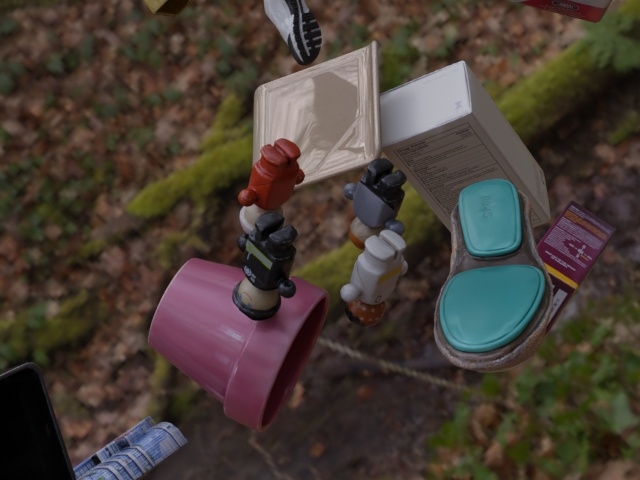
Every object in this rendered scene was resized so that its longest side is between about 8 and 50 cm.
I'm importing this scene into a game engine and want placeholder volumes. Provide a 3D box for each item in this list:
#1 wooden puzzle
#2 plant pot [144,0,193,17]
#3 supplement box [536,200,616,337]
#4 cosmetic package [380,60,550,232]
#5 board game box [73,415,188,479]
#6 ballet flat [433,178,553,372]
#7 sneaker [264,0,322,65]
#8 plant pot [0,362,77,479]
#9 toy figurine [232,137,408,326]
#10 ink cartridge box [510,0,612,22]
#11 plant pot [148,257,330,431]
[{"bbox_3d":[-0.004,-0.173,2.189,0.238,0.044,0.221,-20,52,28],"label":"wooden puzzle"},{"bbox_3d":[-0.156,-0.284,1.456,0.081,0.083,0.081,-43,-3,12],"label":"plant pot"},{"bbox_3d":[0.333,0.039,2.027,0.188,0.081,0.104,-44,-15,-50],"label":"supplement box"},{"bbox_3d":[0.227,-0.126,2.266,0.160,0.309,0.113,-19,49,22],"label":"cosmetic package"},{"bbox_3d":[-0.260,0.289,1.889,0.194,0.060,0.194,-35,-1,-36],"label":"board game box"},{"bbox_3d":[0.168,0.056,1.344,0.107,0.106,0.316,-4,29,14],"label":"ballet flat"},{"bbox_3d":[-0.033,-0.236,1.539,0.040,0.109,0.043,-11,-9,-43],"label":"sneaker"},{"bbox_3d":[-0.327,0.224,1.201,0.167,0.188,0.187,-11,9,40],"label":"plant pot"},{"bbox_3d":[0.000,0.000,1.743,0.213,0.209,0.148,-91,13,-46],"label":"toy figurine"},{"bbox_3d":[0.158,-0.224,1.012,0.175,0.127,0.072,87,-162,-81],"label":"ink cartridge box"},{"bbox_3d":[-0.110,0.117,1.838,0.201,0.180,0.201,-61,-11,-20],"label":"plant pot"}]
